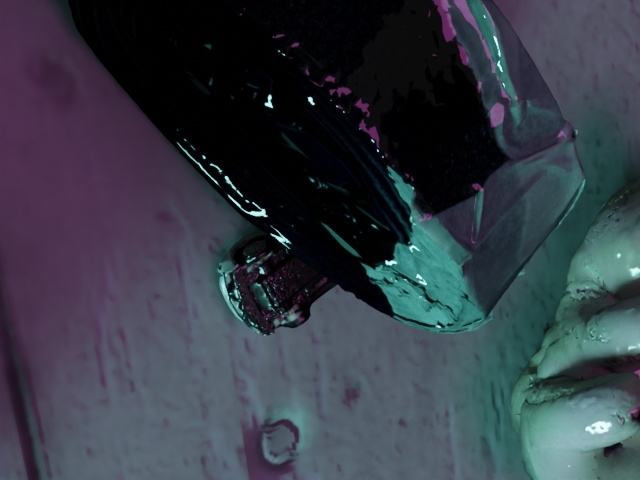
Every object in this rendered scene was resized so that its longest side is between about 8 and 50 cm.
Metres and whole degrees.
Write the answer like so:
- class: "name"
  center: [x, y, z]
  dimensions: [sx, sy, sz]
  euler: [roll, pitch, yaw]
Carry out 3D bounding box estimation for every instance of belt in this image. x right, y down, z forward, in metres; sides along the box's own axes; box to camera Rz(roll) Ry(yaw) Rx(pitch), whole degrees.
- class: "belt"
  center: [0.007, -0.051, 0.526]
  dimensions: [0.198, 0.151, 0.078]
  euler: [48, 70, -22]

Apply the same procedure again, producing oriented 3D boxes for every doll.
- class: "doll"
  center: [0.161, 0.041, 0.712]
  dimensions: [0.149, 0.095, 0.192]
  euler: [44, 72, -43]

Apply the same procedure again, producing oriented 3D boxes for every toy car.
- class: "toy car"
  center: [0.000, 0.000, 0.618]
  dimensions: [0.093, 0.025, 0.041]
  euler: [-37, 123, -21]
